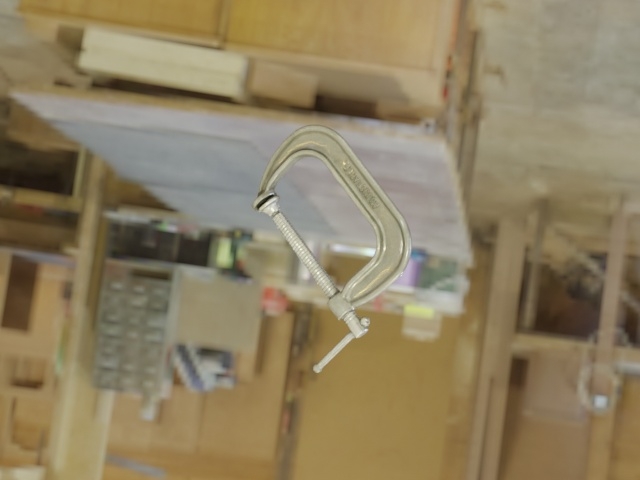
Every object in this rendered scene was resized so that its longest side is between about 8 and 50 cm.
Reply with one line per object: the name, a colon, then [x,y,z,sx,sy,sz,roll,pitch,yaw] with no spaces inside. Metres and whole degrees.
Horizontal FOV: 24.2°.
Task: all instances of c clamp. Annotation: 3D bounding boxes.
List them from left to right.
c clamp: [0.000,0.000,1.127,0.137,0.160,0.022,-38,166,31]
